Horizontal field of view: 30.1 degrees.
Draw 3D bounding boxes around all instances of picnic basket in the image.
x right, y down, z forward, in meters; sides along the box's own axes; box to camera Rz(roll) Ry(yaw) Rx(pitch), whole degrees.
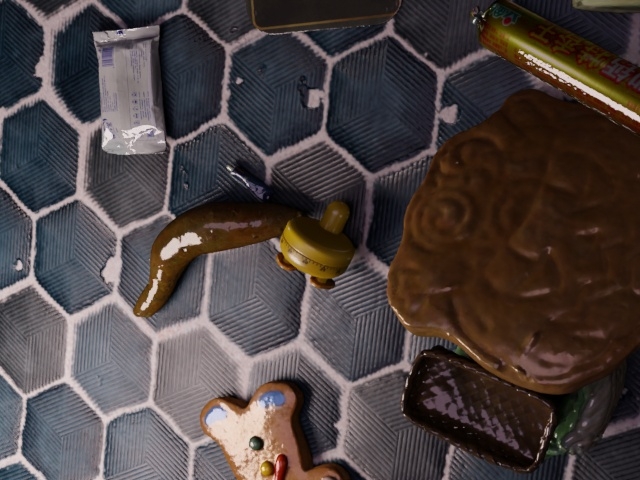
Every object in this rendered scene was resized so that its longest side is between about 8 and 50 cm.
[{"bbox_3d":[0.198,0.205,1.462,0.193,0.055,0.110,24,107,24],"label":"picnic basket"}]

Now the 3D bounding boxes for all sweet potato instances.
[{"bbox_3d":[-0.182,0.009,1.771,0.346,0.079,0.108,-31,95,29],"label":"sweet potato"}]

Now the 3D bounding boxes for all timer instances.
[{"bbox_3d":[0.000,0.000,1.667,0.107,0.107,0.109,34,113,18],"label":"timer"}]

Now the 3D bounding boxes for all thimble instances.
[{"bbox_3d":[0.286,0.170,1.527,0.219,0.150,0.219,5,100,27],"label":"thimble"}]

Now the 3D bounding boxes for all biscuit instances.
[{"bbox_3d":[-0.054,0.371,1.777,0.205,0.049,0.324,-22,89,25],"label":"biscuit"},{"bbox_3d":[0.281,-0.014,1.453,0.365,0.062,0.385,23,73,26],"label":"biscuit"}]

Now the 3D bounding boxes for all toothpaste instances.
[{"bbox_3d":[-0.105,-0.085,1.754,0.083,0.019,0.027,37,94,12],"label":"toothpaste"}]

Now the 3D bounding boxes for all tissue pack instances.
[{"bbox_3d":[-0.292,-0.227,1.819,0.122,0.026,0.193,-1,97,26],"label":"tissue pack"}]

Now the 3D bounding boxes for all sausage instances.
[{"bbox_3d":[0.328,-0.211,1.473,0.371,0.082,0.082,37,111,31],"label":"sausage"}]

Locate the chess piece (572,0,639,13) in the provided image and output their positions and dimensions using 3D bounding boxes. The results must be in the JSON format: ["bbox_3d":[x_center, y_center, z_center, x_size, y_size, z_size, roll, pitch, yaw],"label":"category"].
[{"bbox_3d":[0.377,-0.408,1.422,0.144,0.144,0.251,2,93,25],"label":"chess piece"}]

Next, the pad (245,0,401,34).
[{"bbox_3d":[-0.047,-0.478,1.649,0.315,0.063,0.375,-1,96,26],"label":"pad"}]
